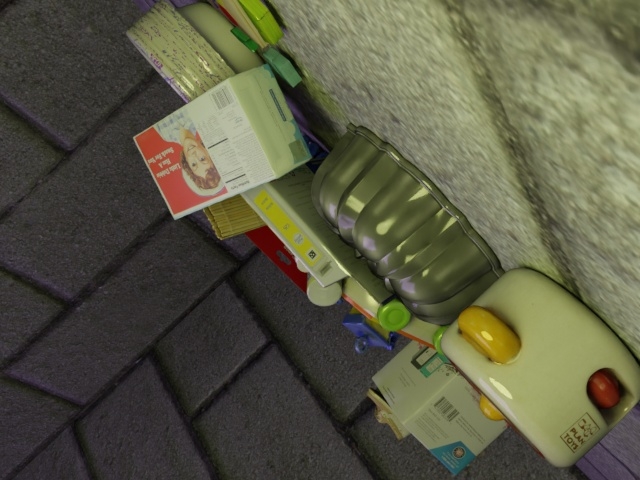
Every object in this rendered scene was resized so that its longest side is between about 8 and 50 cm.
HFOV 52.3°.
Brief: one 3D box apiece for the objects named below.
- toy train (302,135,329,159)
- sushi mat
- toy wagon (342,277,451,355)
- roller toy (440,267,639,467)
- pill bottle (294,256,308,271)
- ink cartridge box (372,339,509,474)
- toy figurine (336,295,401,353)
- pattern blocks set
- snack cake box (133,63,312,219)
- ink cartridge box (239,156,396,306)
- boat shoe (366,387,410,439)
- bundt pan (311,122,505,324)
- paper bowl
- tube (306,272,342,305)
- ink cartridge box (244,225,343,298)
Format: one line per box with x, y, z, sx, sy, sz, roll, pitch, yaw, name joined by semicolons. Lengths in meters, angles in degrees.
-0.031;-0.158;1.432;0.080;0.105;0.184;48;179;-43;toy train
-0.105;-0.104;1.237;0.317;0.019;0.151;-21;-101;-46;sushi mat
0.186;0.125;1.234;0.345;0.068;0.267;27;-164;-18;toy wagon
0.232;0.140;0.709;0.191;0.146;0.209;46;179;14;roller toy
-0.023;0.020;1.144;0.043;0.043;0.083;47;-156;-23;pill bottle
0.295;0.307;1.403;0.198;0.270;0.197;47;-179;-22;ink cartridge box
0.128;0.142;1.438;0.191;0.217;0.362;5;149;47;toy figurine
-0.137;-0.337;0.830;0.285;0.026;0.325;46;179;24;pattern blocks set
-0.156;-0.141;0.992;0.264;0.089;0.152;-15;105;44;snack cake box
0.042;-0.017;1.166;0.307;0.072;0.304;50;-153;10;ink cartridge box
0.142;0.375;1.402;0.135;0.045;0.050;47;-179;-4;boat shoe
0.109;-0.006;0.938;0.331;0.124;0.331;48;179;1;bundt pan
-0.197;-0.308;1.171;0.284;0.148;0.284;47;180;0;paper bowl
0.009;0.026;1.214;0.240;0.070;0.062;-92;-4;-58;tube
0.000;0.000;1.733;0.309;0.272;0.130;47;180;-35;ink cartridge box
